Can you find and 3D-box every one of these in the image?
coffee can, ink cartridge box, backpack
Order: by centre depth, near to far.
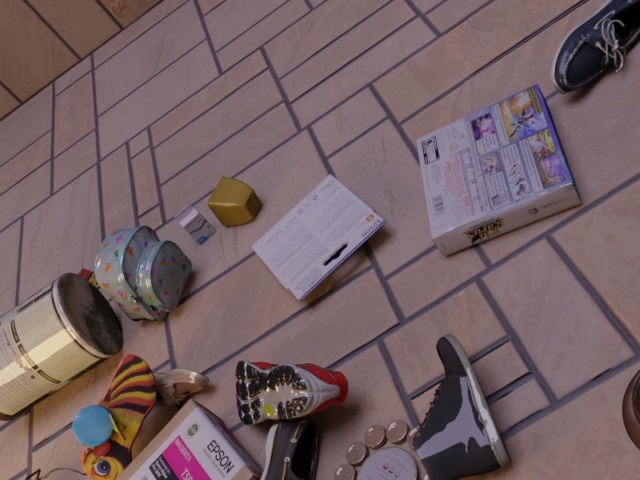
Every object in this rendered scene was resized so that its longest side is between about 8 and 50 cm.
[{"bbox_3d":[-0.202,0.397,1.292,0.193,0.088,0.235,-48,38,-8],"label":"ink cartridge box"},{"bbox_3d":[0.000,0.000,1.540,0.223,0.045,0.224,-42,39,-2],"label":"ink cartridge box"},{"bbox_3d":[-0.368,0.062,1.666,0.145,0.188,0.165,-8,48,34],"label":"backpack"},{"bbox_3d":[-0.587,0.222,1.681,0.275,0.201,0.201,-32,39,10],"label":"coffee can"},{"bbox_3d":[-0.276,-0.036,1.769,0.048,0.083,0.028,-43,38,-3],"label":"ink cartridge box"}]

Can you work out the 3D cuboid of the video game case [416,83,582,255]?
[{"bbox_3d":[0.300,-0.125,1.402,0.244,0.061,0.269,-24,42,22],"label":"video game case"}]

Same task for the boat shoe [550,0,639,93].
[{"bbox_3d":[0.511,-0.356,1.431,0.254,0.095,0.079,-42,26,-16],"label":"boat shoe"}]

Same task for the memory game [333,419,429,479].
[{"bbox_3d":[0.098,0.344,1.157,0.186,0.012,0.186,-22,42,21],"label":"memory game"}]

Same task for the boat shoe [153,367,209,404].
[{"bbox_3d":[-0.273,0.277,1.490,0.170,0.063,0.059,-16,47,41],"label":"boat shoe"}]

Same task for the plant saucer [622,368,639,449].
[{"bbox_3d":[0.455,0.200,0.991,0.169,0.029,0.168,-22,43,22],"label":"plant saucer"}]

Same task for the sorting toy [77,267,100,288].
[{"bbox_3d":[-0.615,0.163,1.886,0.132,0.046,0.274,16,64,46],"label":"sorting toy"}]

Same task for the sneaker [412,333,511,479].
[{"bbox_3d":[0.173,0.233,1.133,0.118,0.083,0.222,-23,42,6],"label":"sneaker"}]

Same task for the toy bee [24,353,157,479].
[{"bbox_3d":[-0.367,0.361,1.425,0.298,0.162,0.195,-54,0,6],"label":"toy bee"}]

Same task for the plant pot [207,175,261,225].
[{"bbox_3d":[-0.179,-0.082,1.741,0.083,0.081,0.081,7,58,31],"label":"plant pot"}]

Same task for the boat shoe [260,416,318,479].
[{"bbox_3d":[-0.044,0.365,1.197,0.069,0.081,0.227,-25,38,25],"label":"boat shoe"}]

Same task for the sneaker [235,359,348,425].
[{"bbox_3d":[-0.052,0.248,1.313,0.279,0.119,0.107,-9,81,58],"label":"sneaker"}]
